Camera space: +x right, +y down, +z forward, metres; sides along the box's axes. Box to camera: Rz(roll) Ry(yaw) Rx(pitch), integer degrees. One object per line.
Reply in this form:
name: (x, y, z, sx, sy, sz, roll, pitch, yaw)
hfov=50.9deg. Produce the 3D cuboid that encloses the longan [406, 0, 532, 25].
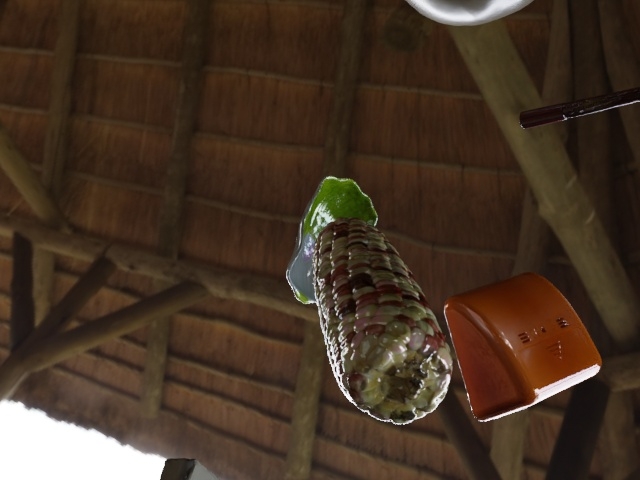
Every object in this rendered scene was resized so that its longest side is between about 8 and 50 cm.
longan: (0.234, -0.503, 1.062, 0.319, 0.319, 0.319, 20, -35, 15)

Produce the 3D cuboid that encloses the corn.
corn: (0.038, 0.045, 0.545, 0.086, 0.253, 0.086, -3, -65, -6)

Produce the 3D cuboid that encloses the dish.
dish: (0.000, 0.000, 0.704, 0.091, 0.137, 0.039, 39, -18, -34)

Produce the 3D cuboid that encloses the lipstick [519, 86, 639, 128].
lipstick: (0.355, -0.181, 0.908, 0.176, 0.027, 0.027, -7, -49, 44)

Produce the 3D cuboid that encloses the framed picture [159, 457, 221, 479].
framed picture: (-0.044, 0.420, 0.541, 0.028, 0.326, 0.446, -8, -42, 22)

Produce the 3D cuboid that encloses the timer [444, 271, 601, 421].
timer: (0.399, 0.197, 1.358, 0.250, 0.257, 0.161, 67, -30, 16)
